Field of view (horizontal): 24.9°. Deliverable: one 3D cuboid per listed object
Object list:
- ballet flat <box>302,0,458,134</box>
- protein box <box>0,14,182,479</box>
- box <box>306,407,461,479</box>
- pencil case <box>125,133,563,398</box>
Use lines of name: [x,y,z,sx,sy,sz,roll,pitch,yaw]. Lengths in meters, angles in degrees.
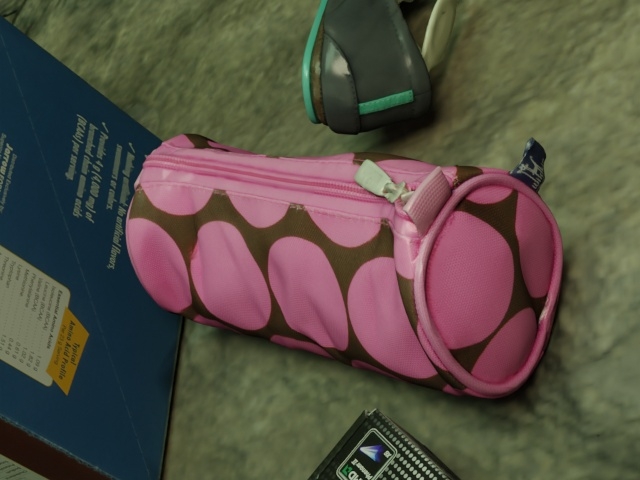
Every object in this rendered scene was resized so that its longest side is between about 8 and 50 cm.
ballet flat: [0.033,-0.128,0.707,0.074,0.074,0.203,-26,38,28]
protein box: [-0.180,0.014,0.687,0.136,0.201,0.200,-23,46,32]
box: [0.016,0.178,0.490,0.184,0.045,0.190,-48,38,0]
pencil case: [0.000,0.000,0.605,0.209,0.098,0.095,7,65,48]
